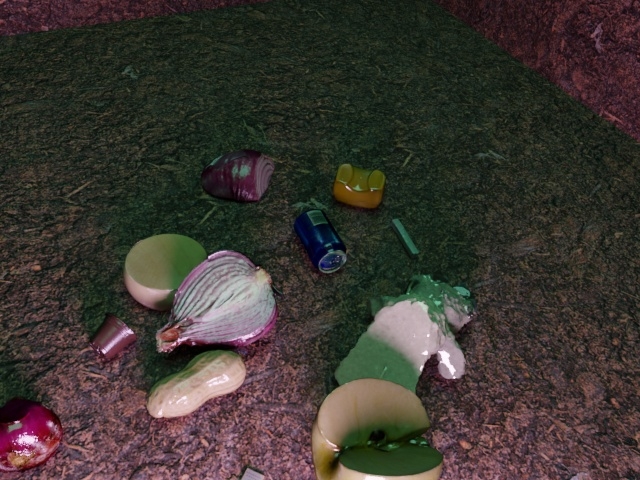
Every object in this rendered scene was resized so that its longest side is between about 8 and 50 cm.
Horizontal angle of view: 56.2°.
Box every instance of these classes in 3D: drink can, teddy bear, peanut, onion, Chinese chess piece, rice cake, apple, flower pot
[{"bbox_3d":[0.000,0.000,1.886,0.118,0.118,0.205,-12,48,-19],"label":"drink can"},{"bbox_3d":[0.263,0.268,1.664,0.327,0.375,0.362,30,7,21],"label":"teddy bear"},{"bbox_3d":[-0.309,0.353,1.488,0.257,0.123,0.123,-22,52,-22],"label":"peanut"},{"bbox_3d":[-0.283,0.197,1.623,0.349,0.159,0.267,-30,68,-13],"label":"onion"},{"bbox_3d":[-0.295,-0.256,2.112,0.247,0.111,0.250,12,46,1],"label":"onion"},{"bbox_3d":[-0.444,0.090,1.744,0.251,0.097,0.250,5,44,-4],"label":"Chinese chess piece"},{"bbox_3d":[0.279,-0.007,1.992,0.029,0.033,0.170,-14,49,-16],"label":"rice cake"},{"bbox_3d":[-0.687,0.411,1.355,0.173,0.135,0.198,-16,47,-27],"label":"onion"},{"bbox_3d":[0.116,0.477,1.336,0.258,0.233,0.295,2,38,-28],"label":"apple"},{"bbox_3d":[-0.550,0.256,1.563,0.111,0.111,0.089,30,59,21],"label":"flower pot"}]

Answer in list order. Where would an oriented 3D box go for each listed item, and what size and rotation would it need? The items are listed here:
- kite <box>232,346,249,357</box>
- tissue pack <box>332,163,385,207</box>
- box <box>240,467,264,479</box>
[{"bbox_3d":[-0.209,0.311,1.619,0.044,0.002,0.078,-21,50,-27],"label":"kite"},{"bbox_3d":[0.134,-0.183,2.089,0.178,0.127,0.123,12,51,5],"label":"tissue pack"},{"bbox_3d":[-0.166,0.563,1.362,0.046,0.012,0.083,21,44,11],"label":"box"}]
